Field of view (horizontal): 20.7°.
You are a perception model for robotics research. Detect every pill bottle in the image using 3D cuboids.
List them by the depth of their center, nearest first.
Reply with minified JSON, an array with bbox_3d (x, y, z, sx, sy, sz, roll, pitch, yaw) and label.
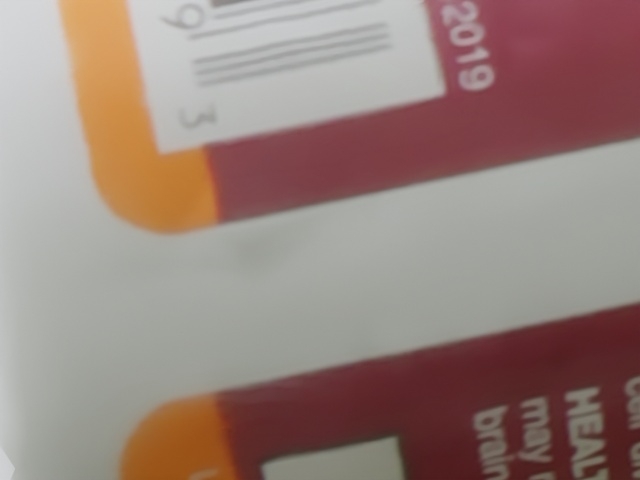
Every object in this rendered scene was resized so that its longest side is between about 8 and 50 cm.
[{"bbox_3d":[0.116,-0.033,0.433,0.392,0.224,0.224,-11,-19,-3],"label":"pill bottle"}]
